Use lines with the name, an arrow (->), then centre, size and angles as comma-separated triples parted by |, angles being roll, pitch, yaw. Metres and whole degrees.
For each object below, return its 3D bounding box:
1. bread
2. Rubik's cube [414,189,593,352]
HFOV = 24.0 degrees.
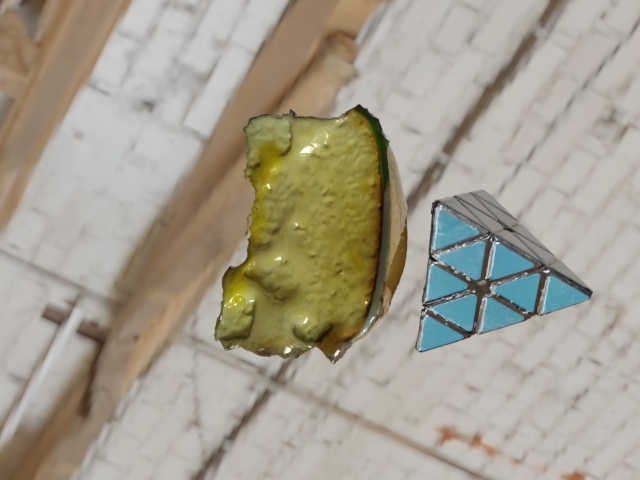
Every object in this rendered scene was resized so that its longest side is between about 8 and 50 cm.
bread -> 0.002, 0.008, 1.460 | 0.133, 0.174, 0.251 | 43, 48, -64
Rubik's cube -> 0.222, 0.014, 1.667 | 0.190, 0.178, 0.211 | -59, 160, -44
